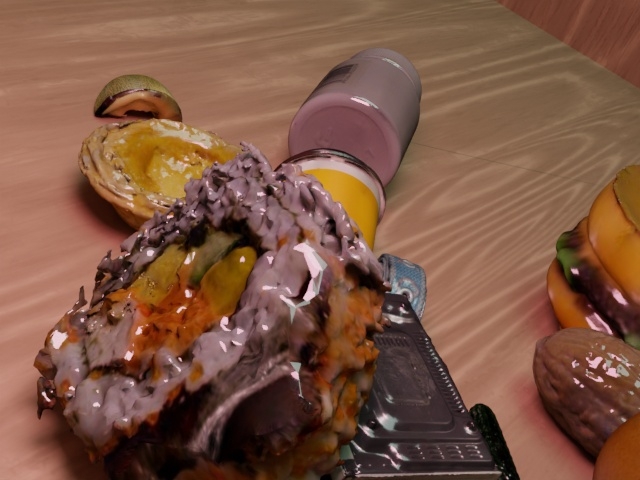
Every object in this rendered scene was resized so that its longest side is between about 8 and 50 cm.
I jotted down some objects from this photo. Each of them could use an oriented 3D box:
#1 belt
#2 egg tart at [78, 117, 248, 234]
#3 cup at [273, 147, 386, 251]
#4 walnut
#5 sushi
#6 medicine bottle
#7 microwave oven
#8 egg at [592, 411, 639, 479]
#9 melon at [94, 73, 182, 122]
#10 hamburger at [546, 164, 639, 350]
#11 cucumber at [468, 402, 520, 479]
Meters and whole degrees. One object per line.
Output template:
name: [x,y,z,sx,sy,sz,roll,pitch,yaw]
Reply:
belt: [0.104,0.096,1.333,0.082,0.148,0.163,22,60,-10]
egg tart: [-0.230,-0.086,1.394,0.288,0.118,0.288,18,34,-13]
cup: [0.000,0.000,1.372,0.196,0.196,0.280,18,41,-11]
walnut: [0.408,0.217,1.328,0.230,0.178,0.178,40,35,26]
sushi: [-0.113,0.093,0.994,0.176,0.417,0.417,46,12,-43]
medicine bottle: [0.080,-0.236,1.736,0.208,0.208,0.340,26,31,2]
microwave oven: [0.046,0.206,1.093,0.237,0.181,0.295,6,36,-26]
egg: [0.513,0.333,1.123,0.351,0.283,0.283,13,32,2]
melon: [-0.325,-0.264,1.627,0.160,0.079,0.128,3,39,-30]
hamburger: [0.572,0.079,1.534,0.395,0.277,0.396,18,35,-13]
cucumber: [0.232,0.293,1.212,0.058,0.052,0.215,33,26,-25]
